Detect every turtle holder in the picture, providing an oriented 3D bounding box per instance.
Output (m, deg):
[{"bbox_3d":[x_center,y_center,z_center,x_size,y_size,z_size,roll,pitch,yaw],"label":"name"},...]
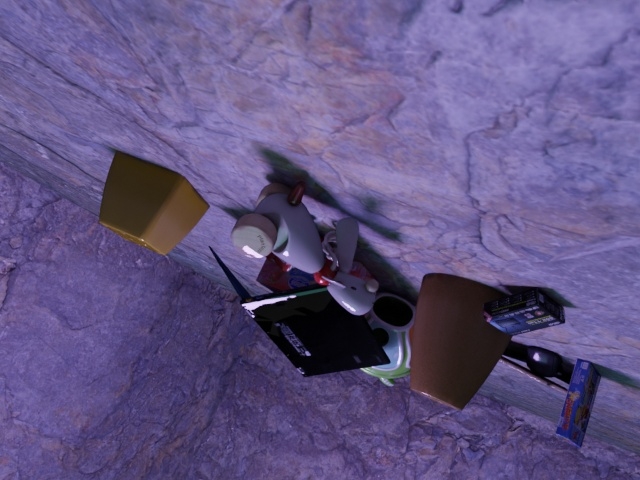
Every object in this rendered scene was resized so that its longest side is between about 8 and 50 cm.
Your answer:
[{"bbox_3d":[0.173,0.250,1.477,0.320,0.243,0.228,48,150,31],"label":"turtle holder"}]

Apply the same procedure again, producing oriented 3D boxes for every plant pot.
[{"bbox_3d":[-0.461,-0.083,1.321,0.212,0.187,0.212,21,166,13],"label":"plant pot"},{"bbox_3d":[0.304,0.240,1.111,0.237,0.255,0.237,22,166,6],"label":"plant pot"}]

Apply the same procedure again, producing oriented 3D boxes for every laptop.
[{"bbox_3d":[-0.061,0.175,1.339,0.407,0.237,0.382,-13,135,19],"label":"laptop"}]

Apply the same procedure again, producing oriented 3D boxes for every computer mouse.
[{"bbox_3d":[0.677,0.380,1.400,0.184,0.060,0.262,17,164,29],"label":"computer mouse"}]

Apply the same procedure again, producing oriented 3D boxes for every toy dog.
[{"bbox_3d":[0.000,0.000,0.945,0.333,0.220,0.161,24,136,-31],"label":"toy dog"}]

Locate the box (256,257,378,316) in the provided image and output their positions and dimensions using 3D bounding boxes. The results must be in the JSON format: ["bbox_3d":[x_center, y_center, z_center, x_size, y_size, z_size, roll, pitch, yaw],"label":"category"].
[{"bbox_3d":[-0.009,0.117,1.396,0.299,0.142,0.154,15,163,32],"label":"box"}]

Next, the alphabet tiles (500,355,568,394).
[{"bbox_3d":[0.597,0.382,1.476,0.342,0.011,0.285,25,178,39],"label":"alphabet tiles"}]

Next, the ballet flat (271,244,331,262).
[{"bbox_3d":[-0.080,0.031,1.315,0.247,0.087,0.083,13,162,36],"label":"ballet flat"}]

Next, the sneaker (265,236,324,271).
[{"bbox_3d":[-0.069,0.009,1.225,0.127,0.087,0.221,-3,-149,-27],"label":"sneaker"}]

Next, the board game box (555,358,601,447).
[{"bbox_3d":[0.676,0.426,1.280,0.035,0.201,0.136,10,160,45],"label":"board game box"}]

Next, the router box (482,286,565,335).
[{"bbox_3d":[0.397,0.143,0.963,0.092,0.038,0.122,31,142,-27],"label":"router box"}]
